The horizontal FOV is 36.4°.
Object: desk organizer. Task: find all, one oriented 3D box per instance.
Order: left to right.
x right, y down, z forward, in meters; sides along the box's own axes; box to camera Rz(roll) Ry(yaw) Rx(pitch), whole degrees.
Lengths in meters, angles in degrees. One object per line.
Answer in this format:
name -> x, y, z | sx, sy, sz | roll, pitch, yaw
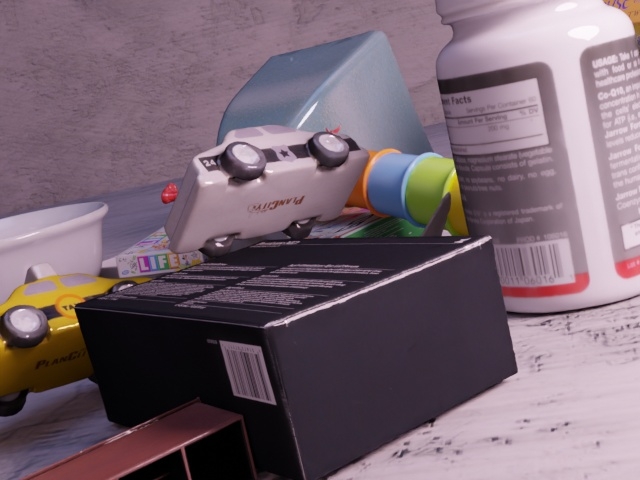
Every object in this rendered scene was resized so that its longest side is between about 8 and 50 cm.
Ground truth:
desk organizer -> -0.103, 0.136, 0.542 | 0.130, 0.047, 0.050 | -20, 14, -37

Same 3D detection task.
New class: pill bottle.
pill bottle -> 0.185, -0.097, 0.796 | 0.161, 0.283, 0.161 | -12, 9, 2

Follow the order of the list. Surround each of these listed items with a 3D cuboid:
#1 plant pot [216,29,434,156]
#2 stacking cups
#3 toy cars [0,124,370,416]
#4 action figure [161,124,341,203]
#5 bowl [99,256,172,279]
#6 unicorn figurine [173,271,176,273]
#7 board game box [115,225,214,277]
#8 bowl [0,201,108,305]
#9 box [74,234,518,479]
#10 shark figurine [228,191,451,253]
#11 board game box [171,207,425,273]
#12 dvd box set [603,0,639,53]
plant pot -> -0.013, -0.140, 1.502 | 0.247, 0.248, 0.252 | -5, 30, 41
stacking cups -> 0.103, -0.056, 1.099 | 0.096, 0.096, 0.316 | -20, 21, -35
toy cars -> -0.138, 0.006, 0.815 | 0.393, 0.087, 0.176 | -37, -27, -7
action figure -> -0.059, -0.078, 1.319 | 0.280, 0.092, 0.139 | -10, 18, 18
bowl -> -0.201, 0.037, 1.236 | 0.142, 0.053, 0.142 | -6, 12, 41
unicorn figurine -> -0.190, 0.083, 0.974 | 0.162, 0.060, 0.111 | -28, 9, 6
board game box -> -0.161, 0.006, 1.141 | 0.103, 0.026, 0.154 | -7, 12, 14
bowl -> -0.379, 0.054, 1.130 | 0.297, 0.134, 0.298 | -12, 9, 2
box -> -0.026, 0.067, 0.678 | 0.184, 0.103, 0.261 | -22, 12, -34
shark figurine -> -0.018, 0.005, 0.945 | 0.278, 0.116, 0.166 | 10, 50, 34
board game box -> 0.000, 0.000, 1.207 | 0.213, 0.046, 0.317 | -4, 13, 38
dvd box set -> 0.431, -0.186, 1.123 | 0.307, 0.062, 0.420 | 29, -11, -25
